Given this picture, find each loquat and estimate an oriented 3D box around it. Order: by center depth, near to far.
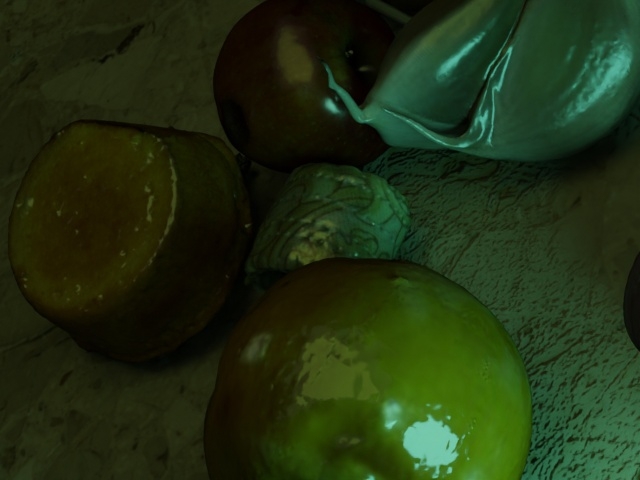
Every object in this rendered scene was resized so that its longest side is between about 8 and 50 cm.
[{"bbox_3d":[0.045,0.176,1.699,0.328,0.328,0.328,-16,52,22],"label":"loquat"}]

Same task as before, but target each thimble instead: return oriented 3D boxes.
[{"bbox_3d":[0.000,0.000,1.966,0.190,0.137,0.143,5,61,47],"label":"thimble"}]

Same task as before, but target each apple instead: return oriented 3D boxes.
[{"bbox_3d":[-0.013,-0.175,2.046,0.230,0.230,0.230,-16,52,22],"label":"apple"}]

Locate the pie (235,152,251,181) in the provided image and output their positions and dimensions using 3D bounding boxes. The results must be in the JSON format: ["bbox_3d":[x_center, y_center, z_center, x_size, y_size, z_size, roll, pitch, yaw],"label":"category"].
[{"bbox_3d":[-0.151,-0.045,2.156,0.170,0.034,0.092,-33,46,17],"label":"pie"}]

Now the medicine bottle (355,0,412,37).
[{"bbox_3d":[0.078,-0.253,2.122,0.061,0.092,0.221,-40,47,-22],"label":"medicine bottle"}]

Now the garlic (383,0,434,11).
[{"bbox_3d":[0.168,-0.331,2.087,0.318,0.143,0.112,-9,75,40],"label":"garlic"}]

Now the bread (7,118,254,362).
[{"bbox_3d":[-0.230,-0.008,2.071,0.312,0.172,0.312,-14,66,33],"label":"bread"}]

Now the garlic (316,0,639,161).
[{"bbox_3d":[0.203,-0.179,1.906,0.340,0.246,0.231,-37,61,-8],"label":"garlic"}]

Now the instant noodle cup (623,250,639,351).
[{"bbox_3d":[0.403,0.072,1.620,0.235,0.235,0.178,-46,38,-4],"label":"instant noodle cup"}]
